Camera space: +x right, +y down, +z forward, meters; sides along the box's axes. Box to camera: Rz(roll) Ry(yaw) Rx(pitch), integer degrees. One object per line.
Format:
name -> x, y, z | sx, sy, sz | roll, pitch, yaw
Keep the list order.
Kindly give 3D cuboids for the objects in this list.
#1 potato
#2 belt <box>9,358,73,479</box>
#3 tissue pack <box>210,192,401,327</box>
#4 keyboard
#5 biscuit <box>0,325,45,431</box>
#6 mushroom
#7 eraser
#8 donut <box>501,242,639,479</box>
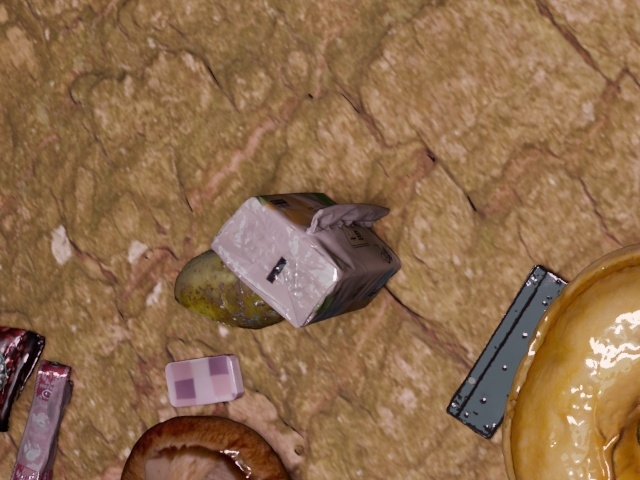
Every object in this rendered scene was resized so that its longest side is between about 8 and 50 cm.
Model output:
potato -> -0.118, 0.067, 1.965 | 0.198, 0.054, 0.119 | 10, 111, 24
belt -> -0.400, 0.280, 2.095 | 0.053, 0.071, 0.232 | 18, 103, 13
tissue pack -> 0.000, 0.000, 1.827 | 0.159, 0.229, 0.145 | 42, 106, 15
keyboard -> 0.244, 0.142, 1.850 | 0.072, 0.023, 0.231 | 32, 105, 10
biscuit -> -0.523, 0.178, 2.137 | 0.235, 0.063, 0.151 | 17, 100, 17
mushroom -> -0.172, 0.355, 1.944 | 0.267, 0.254, 0.267 | -5, 66, 12
eraser -> -0.160, 0.193, 2.012 | 0.105, 0.026, 0.065 | -11, 86, 23
donut -> 0.424, 0.220, 1.687 | 0.449, 0.198, 0.449 | 2, 95, 23
